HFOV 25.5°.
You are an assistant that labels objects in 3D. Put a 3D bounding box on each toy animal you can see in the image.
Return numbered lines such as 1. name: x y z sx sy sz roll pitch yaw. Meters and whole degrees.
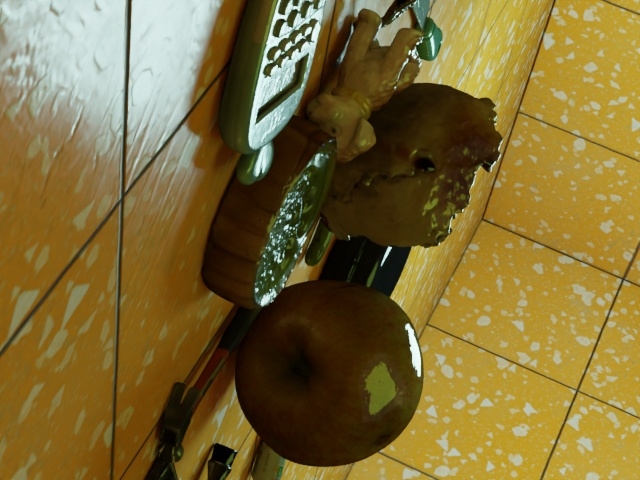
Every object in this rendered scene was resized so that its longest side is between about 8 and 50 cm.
1. toy animal: 0.051 -0.170 1.765 0.184 0.104 0.185 71 40 -76

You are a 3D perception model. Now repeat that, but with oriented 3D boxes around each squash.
1. squash: 0.000 0.000 2.079 0.027 0.027 0.083 -10 122 -78

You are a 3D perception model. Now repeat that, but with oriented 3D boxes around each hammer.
1. hammer: -0.122 0.140 1.759 0.111 0.033 0.288 102 15 -50

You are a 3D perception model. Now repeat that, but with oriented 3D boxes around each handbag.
1. handbag: 0.080 0.040 2.385 0.308 0.093 0.254 -53 164 -52

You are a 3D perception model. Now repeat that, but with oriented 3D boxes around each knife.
1. knife: 0.158 -0.339 2.131 0.260 0.034 0.063 59 51 -73

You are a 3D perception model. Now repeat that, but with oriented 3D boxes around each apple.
1. apple: 0.007 0.174 1.902 0.264 0.264 0.264 24 90 -80

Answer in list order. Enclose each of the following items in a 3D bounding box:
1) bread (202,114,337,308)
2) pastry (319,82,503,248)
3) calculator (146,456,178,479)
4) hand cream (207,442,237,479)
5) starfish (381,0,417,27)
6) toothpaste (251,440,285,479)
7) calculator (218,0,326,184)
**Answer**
1. bread: -0.055 -0.032 1.616 0.236 0.070 0.236 -61 168 -22
2. pastry: 0.096 -0.121 1.890 0.256 0.237 0.170 -54 127 -24
3. calculator: -0.222 0.376 1.808 0.161 0.021 0.262 -61 168 -25
4. hand cream: -0.169 0.367 2.016 0.163 0.039 0.062 -62 -175 -9
5. starfish: 0.105 -0.343 1.747 0.146 0.074 0.190 -45 159 -78
6. toothpaste: -0.064 0.307 2.376 0.056 0.058 0.314 3 113 -32
7. calculator: -0.045 -0.188 1.407 0.184 0.042 0.295 -49 157 -59
